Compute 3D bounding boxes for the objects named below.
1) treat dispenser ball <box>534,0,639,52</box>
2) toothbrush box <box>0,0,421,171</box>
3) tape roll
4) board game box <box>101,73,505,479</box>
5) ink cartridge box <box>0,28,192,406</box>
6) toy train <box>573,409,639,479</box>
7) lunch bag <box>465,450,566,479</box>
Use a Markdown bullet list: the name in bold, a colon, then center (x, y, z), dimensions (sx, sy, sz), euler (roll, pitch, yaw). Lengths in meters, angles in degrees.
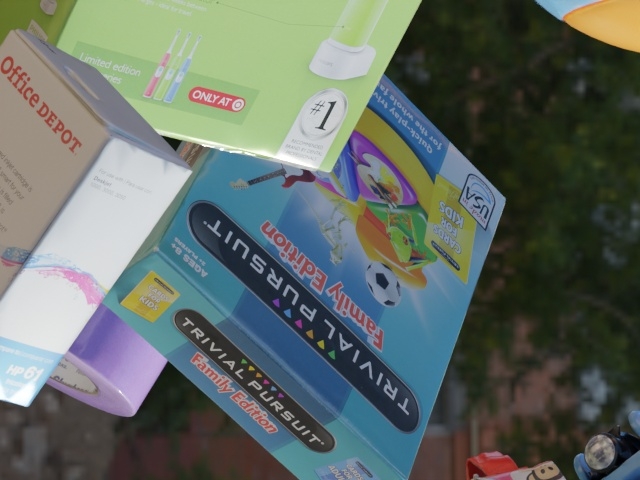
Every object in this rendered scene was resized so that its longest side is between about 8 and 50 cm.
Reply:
- **treat dispenser ball**: center (0.227, -0.256, 1.089), dimensions (0.288, 0.288, 0.288), euler (180, -90, -84)
- **toothbrush box**: center (-0.034, -0.198, 0.938), dimensions (0.122, 0.206, 0.283), euler (49, -62, 43)
- **tape roll**: center (-0.290, 0.076, 1.865), dimensions (0.090, 0.275, 0.275), euler (-58, 177, -16)
- **board game box**: center (0.000, 0.000, 1.363), dimensions (0.079, 0.254, 0.336), euler (-32, -158, 38)
- **ink cartridge box**: center (-0.120, -0.010, 0.713), dimensions (0.122, 0.052, 0.088), euler (-55, -131, 12)
- **toy train**: center (0.258, 0.191, 1.279), dimensions (0.080, 0.184, 0.105), euler (-43, -133, 20)
- **lunch bag**: center (0.193, 0.320, 1.673), dimensions (0.293, 0.120, 0.258), euler (100, -29, -69)
